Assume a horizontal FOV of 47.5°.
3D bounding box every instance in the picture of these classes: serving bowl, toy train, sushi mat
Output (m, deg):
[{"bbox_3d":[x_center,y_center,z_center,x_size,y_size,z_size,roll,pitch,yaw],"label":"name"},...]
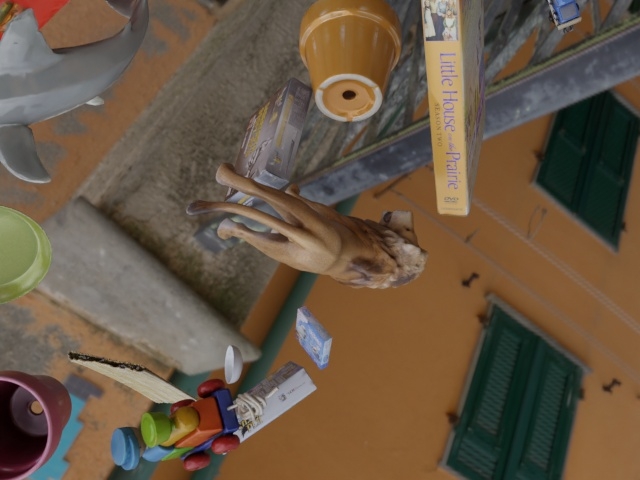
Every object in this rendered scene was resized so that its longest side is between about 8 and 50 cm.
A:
[{"bbox_3d":[-0.187,0.271,1.592,0.027,0.083,0.083,5,150,-20],"label":"serving bowl"},{"bbox_3d":[-0.184,0.252,1.021,0.143,0.105,0.248,1,151,-42],"label":"toy train"},{"bbox_3d":[-0.307,0.261,1.307,0.151,0.019,0.316,6,157,19],"label":"sushi mat"},{"bbox_3d":[0.207,-0.268,0.670,0.027,0.036,0.158,-23,105,4],"label":"toy train"}]

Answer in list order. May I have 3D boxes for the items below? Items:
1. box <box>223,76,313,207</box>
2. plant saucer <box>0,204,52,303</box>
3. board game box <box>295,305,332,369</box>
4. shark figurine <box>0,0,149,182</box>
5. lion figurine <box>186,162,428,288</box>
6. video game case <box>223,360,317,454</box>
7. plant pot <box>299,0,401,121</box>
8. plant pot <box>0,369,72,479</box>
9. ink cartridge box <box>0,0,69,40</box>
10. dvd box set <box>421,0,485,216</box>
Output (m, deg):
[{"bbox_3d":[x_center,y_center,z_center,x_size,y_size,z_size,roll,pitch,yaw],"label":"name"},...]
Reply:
[{"bbox_3d":[-0.105,-0.188,1.465,0.056,0.231,0.183,26,151,-23],"label":"box"},{"bbox_3d":[-0.633,0.022,1.368,0.241,0.037,0.241,-13,131,-16],"label":"plant saucer"},{"bbox_3d":[-0.014,0.184,1.377,0.090,0.020,0.090,47,146,33],"label":"board game box"},{"bbox_3d":[-0.222,-0.166,0.615,0.166,0.278,0.116,44,151,18],"label":"shark figurine"},{"bbox_3d":[0.000,0.000,1.064,0.240,0.392,0.142,29,106,22],"label":"lion figurine"},{"bbox_3d":[-0.138,0.377,1.676,0.061,0.244,0.269,55,170,0],"label":"video game case"},{"bbox_3d":[0.057,-0.342,1.416,0.205,0.188,0.205,2,147,1],"label":"plant pot"},{"bbox_3d":[-0.571,0.337,1.387,0.201,0.201,0.180,25,-177,3],"label":"plant pot"},{"bbox_3d":[-0.262,-0.245,0.544,0.308,0.385,0.091,-36,78,17],"label":"ink cartridge box"},{"bbox_3d":[0.232,-0.296,1.226,0.062,0.308,0.420,3,134,17],"label":"dvd box set"}]
